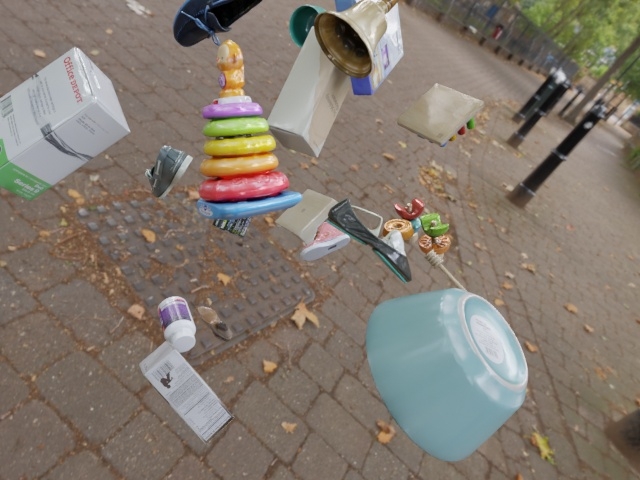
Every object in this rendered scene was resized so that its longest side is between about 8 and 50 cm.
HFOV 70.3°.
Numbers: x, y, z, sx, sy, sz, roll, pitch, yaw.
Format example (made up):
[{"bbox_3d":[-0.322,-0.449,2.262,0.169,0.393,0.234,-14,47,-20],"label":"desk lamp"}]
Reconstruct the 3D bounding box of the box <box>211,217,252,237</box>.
[{"bbox_3d":[-0.329,-0.119,1.806,0.045,0.190,0.184,23,-1,26],"label":"box"}]

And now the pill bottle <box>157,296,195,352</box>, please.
[{"bbox_3d":[-0.504,0.298,1.607,0.108,0.108,0.193,9,29,-36],"label":"pill bottle"}]

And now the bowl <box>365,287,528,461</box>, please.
[{"bbox_3d":[0.249,0.211,0.818,0.311,0.163,0.311,30,39,-28],"label":"bowl"}]

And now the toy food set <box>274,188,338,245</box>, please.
[{"bbox_3d":[-0.052,-0.100,1.996,0.092,0.220,0.306,51,-12,-32],"label":"toy food set"}]

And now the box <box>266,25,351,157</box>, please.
[{"bbox_3d":[-0.017,-0.406,1.257,0.121,0.311,0.148,21,-6,21],"label":"box"}]

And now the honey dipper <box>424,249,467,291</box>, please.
[{"bbox_3d":[0.310,0.088,1.066,0.160,0.030,0.030,48,33,19],"label":"honey dipper"}]

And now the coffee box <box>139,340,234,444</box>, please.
[{"bbox_3d":[-0.424,0.474,1.437,0.119,0.168,0.297,-41,106,-22],"label":"coffee box"}]

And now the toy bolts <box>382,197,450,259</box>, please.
[{"bbox_3d":[0.305,-0.017,1.539,0.218,0.158,0.228,-11,32,-6],"label":"toy bolts"}]

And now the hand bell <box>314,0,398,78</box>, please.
[{"bbox_3d":[0.115,-0.406,0.772,0.126,0.242,0.126,41,-11,9],"label":"hand bell"}]

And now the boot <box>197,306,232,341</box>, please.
[{"bbox_3d":[-0.306,0.247,1.314,0.118,0.087,0.042,33,54,19],"label":"boot"}]

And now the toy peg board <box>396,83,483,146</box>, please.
[{"bbox_3d":[0.322,-0.316,1.214,0.161,0.160,0.079,41,-9,39],"label":"toy peg board"}]

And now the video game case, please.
[{"bbox_3d":[0.133,-0.557,1.177,0.061,0.269,0.244,9,47,28],"label":"video game case"}]

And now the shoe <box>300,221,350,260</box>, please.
[{"bbox_3d":[0.000,0.000,1.408,0.178,0.063,0.081,-21,58,-28],"label":"shoe"}]

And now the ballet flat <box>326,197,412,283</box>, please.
[{"bbox_3d":[0.146,-0.006,1.156,0.280,0.096,0.095,38,3,-9],"label":"ballet flat"}]

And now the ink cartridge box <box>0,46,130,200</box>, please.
[{"bbox_3d":[-0.601,-0.261,1.021,0.211,0.289,0.121,60,4,28],"label":"ink cartridge box"}]

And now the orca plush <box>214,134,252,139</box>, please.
[{"bbox_3d":[-0.273,-0.317,1.323,0.102,0.151,0.287,60,8,-35],"label":"orca plush"}]

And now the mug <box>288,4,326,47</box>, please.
[{"bbox_3d":[-0.029,-0.695,1.511,0.129,0.157,0.097,29,34,15],"label":"mug"}]

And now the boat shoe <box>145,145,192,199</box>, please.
[{"bbox_3d":[-0.511,-0.224,1.483,0.099,0.319,0.116,33,64,-23],"label":"boat shoe"}]

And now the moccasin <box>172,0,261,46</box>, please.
[{"bbox_3d":[-0.318,-0.687,1.371,0.138,0.342,0.116,-2,69,-57],"label":"moccasin"}]

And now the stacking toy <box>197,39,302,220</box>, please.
[{"bbox_3d":[-0.148,-0.195,0.808,0.166,0.301,0.175,-14,17,-30],"label":"stacking toy"}]
